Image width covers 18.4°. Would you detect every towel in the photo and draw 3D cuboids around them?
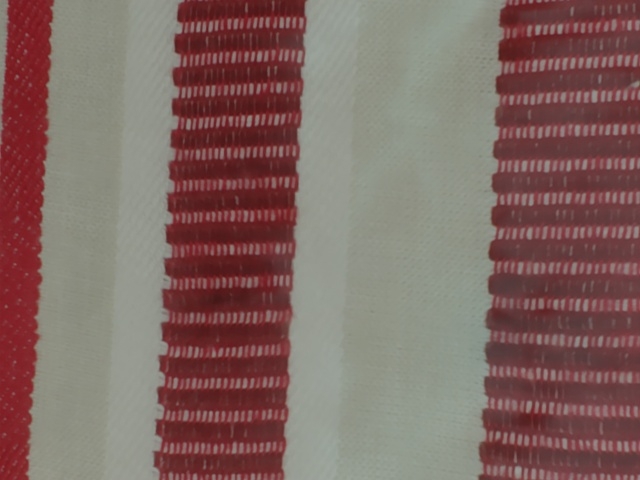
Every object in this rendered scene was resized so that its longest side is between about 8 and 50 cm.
[{"bbox_3d":[0.000,0.000,0.500,0.329,0.037,0.237,2,89,17],"label":"towel"}]
